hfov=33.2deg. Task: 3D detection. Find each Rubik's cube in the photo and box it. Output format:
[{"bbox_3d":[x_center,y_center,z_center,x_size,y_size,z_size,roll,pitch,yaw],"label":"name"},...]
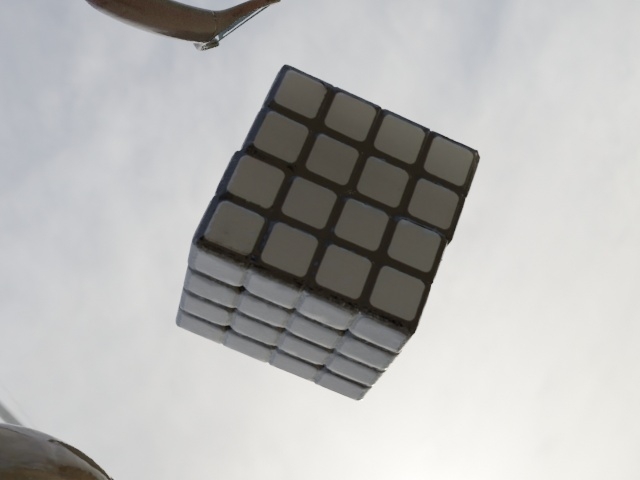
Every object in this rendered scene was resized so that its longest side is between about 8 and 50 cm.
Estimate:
[{"bbox_3d":[0.000,0.000,1.655,0.344,0.344,0.337,117,175,-63],"label":"Rubik's cube"}]

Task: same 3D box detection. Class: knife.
[{"bbox_3d":[-0.148,-0.248,1.157,0.123,0.053,0.278,-34,-14,28],"label":"knife"}]

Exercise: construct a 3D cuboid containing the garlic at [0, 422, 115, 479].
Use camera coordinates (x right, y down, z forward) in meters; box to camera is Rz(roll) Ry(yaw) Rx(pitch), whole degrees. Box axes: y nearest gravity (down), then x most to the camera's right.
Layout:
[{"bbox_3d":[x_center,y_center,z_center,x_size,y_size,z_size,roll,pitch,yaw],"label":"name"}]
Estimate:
[{"bbox_3d":[-0.289,0.265,0.773,0.325,0.132,0.279,22,-83,-25],"label":"garlic"}]
